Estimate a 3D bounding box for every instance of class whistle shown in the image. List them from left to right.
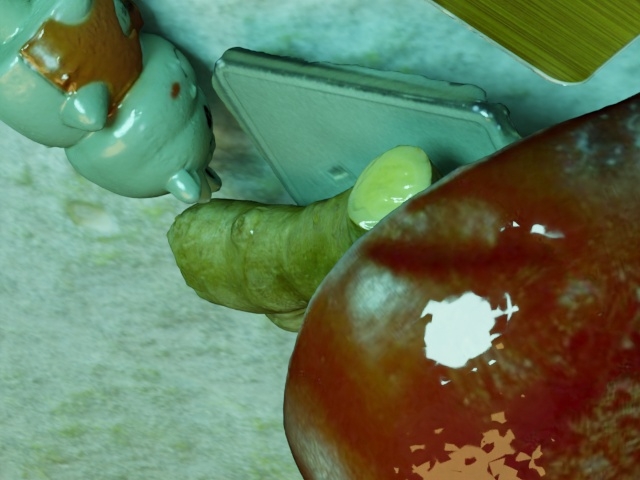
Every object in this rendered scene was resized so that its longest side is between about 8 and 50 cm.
[{"bbox_3d":[-0.142,-0.102,1.008,0.253,0.106,0.102,39,166,-30],"label":"whistle"}]

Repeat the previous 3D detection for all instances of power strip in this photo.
[{"bbox_3d":[0.063,-0.037,0.999,0.213,0.064,0.198,17,151,42],"label":"power strip"}]

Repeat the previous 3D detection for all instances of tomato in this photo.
[{"bbox_3d":[0.151,0.092,0.905,0.338,0.143,0.338,-13,130,-16],"label":"tomato"}]

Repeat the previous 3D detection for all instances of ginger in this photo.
[{"bbox_3d":[-0.001,0.003,1.000,0.118,0.065,0.299,25,164,-17],"label":"ginger"}]

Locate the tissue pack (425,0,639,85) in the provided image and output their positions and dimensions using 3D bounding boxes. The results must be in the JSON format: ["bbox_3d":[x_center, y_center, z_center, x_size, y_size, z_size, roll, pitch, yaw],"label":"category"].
[{"bbox_3d":[0.060,-0.203,0.701,0.246,0.136,0.159,32,147,-10],"label":"tissue pack"}]
